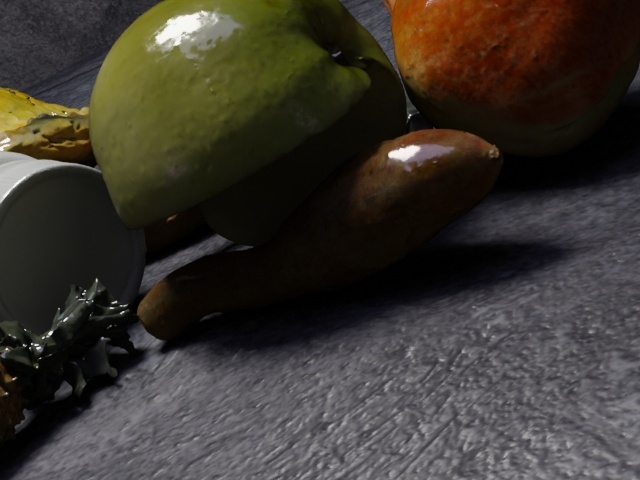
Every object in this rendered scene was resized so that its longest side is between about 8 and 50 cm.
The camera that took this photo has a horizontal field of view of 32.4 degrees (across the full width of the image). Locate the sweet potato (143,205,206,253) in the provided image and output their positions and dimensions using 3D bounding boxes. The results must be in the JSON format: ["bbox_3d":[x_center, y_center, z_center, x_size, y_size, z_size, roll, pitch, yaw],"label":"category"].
[{"bbox_3d":[-0.163,-0.057,1.311,0.355,0.106,0.095,-25,54,-4],"label":"sweet potato"}]

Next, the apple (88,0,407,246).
[{"bbox_3d":[-0.074,-0.132,1.053,0.258,0.233,0.295,-38,-20,27],"label":"apple"}]

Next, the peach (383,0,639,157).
[{"bbox_3d":[0.174,-0.198,1.063,0.257,0.232,0.232,34,51,22],"label":"peach"}]

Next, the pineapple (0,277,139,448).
[{"bbox_3d":[-0.272,0.122,0.995,0.125,0.125,0.251,-1,26,47],"label":"pineapple"}]

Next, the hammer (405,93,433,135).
[{"bbox_3d":[-0.052,-0.100,1.247,0.366,0.043,0.111,-20,33,-21],"label":"hammer"}]

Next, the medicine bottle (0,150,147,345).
[{"bbox_3d":[-0.379,0.003,1.226,0.372,0.211,0.211,6,36,44],"label":"medicine bottle"}]

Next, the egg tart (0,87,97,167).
[{"bbox_3d":[-0.527,-0.110,1.636,0.443,0.178,0.443,-29,4,2],"label":"egg tart"}]

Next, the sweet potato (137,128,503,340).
[{"bbox_3d":[0.000,0.000,0.985,0.385,0.109,0.109,-27,16,30],"label":"sweet potato"}]
